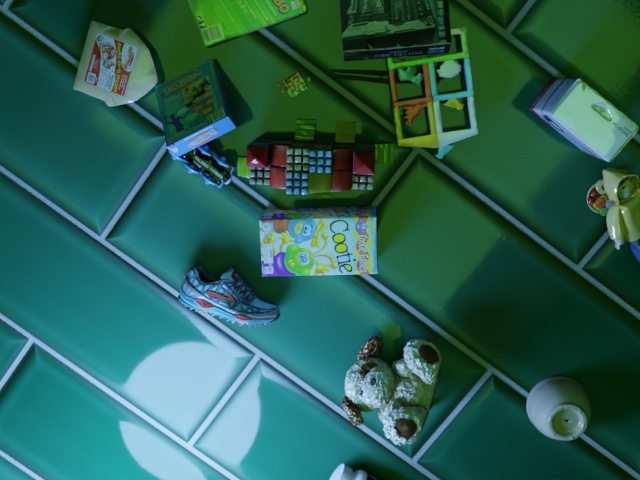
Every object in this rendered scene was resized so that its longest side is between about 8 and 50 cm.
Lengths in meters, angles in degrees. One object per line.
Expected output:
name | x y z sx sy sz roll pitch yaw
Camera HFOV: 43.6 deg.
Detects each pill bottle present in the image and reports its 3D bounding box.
pill bottle | 0.117 0.670 2.092 0.193 0.108 0.108 35 102 -5

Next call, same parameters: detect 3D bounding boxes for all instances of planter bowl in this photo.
planter bowl | 0.610 0.436 2.014 0.162 0.109 0.162 1 102 3

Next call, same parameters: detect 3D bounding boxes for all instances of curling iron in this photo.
curling iron | 0.161 -0.399 1.891 0.274 0.035 0.068 -2 104 3

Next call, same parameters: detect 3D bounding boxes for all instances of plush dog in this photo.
plush dog | 0.171 0.370 2.011 0.225 0.210 0.262 15 75 14

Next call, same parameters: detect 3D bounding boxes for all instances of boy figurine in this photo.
boy figurine | 0.761 -0.060 1.895 0.177 0.092 0.285 -31 106 0

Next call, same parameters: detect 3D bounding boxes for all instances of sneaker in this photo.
sneaker | -0.222 0.134 1.997 0.261 0.104 0.125 15 101 0

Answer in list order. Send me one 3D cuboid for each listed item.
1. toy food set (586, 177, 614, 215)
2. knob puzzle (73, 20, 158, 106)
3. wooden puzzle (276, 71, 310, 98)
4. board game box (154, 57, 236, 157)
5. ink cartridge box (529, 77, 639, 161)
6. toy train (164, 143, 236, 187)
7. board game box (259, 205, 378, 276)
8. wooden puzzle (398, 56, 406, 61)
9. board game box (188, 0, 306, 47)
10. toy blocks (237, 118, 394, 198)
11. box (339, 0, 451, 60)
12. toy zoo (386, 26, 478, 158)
toy food set | 0.688 -0.104 1.935 0.082 0.020 0.083 39 101 -6
knob puzzle | -0.479 -0.415 1.923 0.213 0.030 0.213 1 101 7
wooden puzzle | -0.062 -0.373 1.924 0.083 0.006 0.049 -30 99 9
board game box | -0.294 -0.311 1.862 0.160 0.210 0.047 -25 143 9
ink cartridge box | 0.584 -0.276 1.791 0.172 0.237 0.100 37 102 -5
toy train | -0.289 -0.199 1.925 0.184 0.105 0.080 36 99 -5
board game box | 0.000 0.000 1.934 0.275 0.142 0.144 -2 102 4
wooden puzzle | 0.176 -0.486 1.883 0.116 0.014 0.078 43 101 -6
board game box | -0.171 -0.554 1.876 0.259 0.039 0.124 -17 102 9
toy blocks | -0.020 -0.173 1.836 0.381 0.261 0.191 3 103 3
box | 0.161 -0.569 1.795 0.242 0.076 0.308 -3 86 4
toy zoo | 0.261 -0.336 1.868 0.192 0.030 0.293 -8 103 4
